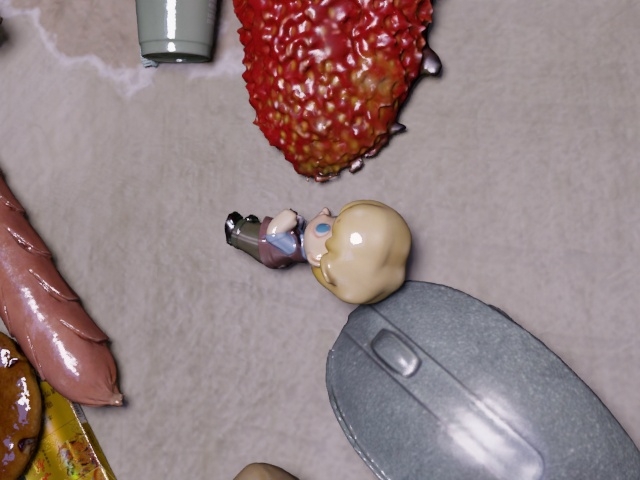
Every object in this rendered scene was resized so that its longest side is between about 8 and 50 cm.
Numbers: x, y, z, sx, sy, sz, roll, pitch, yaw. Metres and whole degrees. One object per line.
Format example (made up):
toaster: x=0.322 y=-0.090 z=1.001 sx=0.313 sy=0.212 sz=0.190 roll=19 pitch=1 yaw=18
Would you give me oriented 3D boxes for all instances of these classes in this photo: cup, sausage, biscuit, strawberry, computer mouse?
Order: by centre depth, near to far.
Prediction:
computer mouse: x=0.163 y=0.185 z=0.881 sx=0.374 sy=0.114 sz=0.203 roll=38 pitch=90 yaw=15
strawberry: x=0.018 y=-0.227 z=0.965 sx=0.234 sy=0.138 sz=0.306 roll=-7 pitch=78 yaw=8
biscuit: x=-0.400 y=0.193 z=1.009 sx=0.212 sy=0.036 sz=0.212 roll=-3 pitch=81 yaw=21
sausage: x=-0.348 y=0.013 z=1.019 sx=0.088 sy=0.088 sz=0.433 roll=-37 pitch=76 yaw=3
cup: x=-0.158 y=-0.273 z=1.022 sx=0.120 sy=0.120 sz=0.141 roll=-1 pitch=94 yaw=10

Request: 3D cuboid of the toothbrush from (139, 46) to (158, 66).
toothbrush: x=-0.203 y=-0.309 z=1.079 sx=0.019 sy=0.016 sz=0.219 roll=-6 pitch=81 yaw=18

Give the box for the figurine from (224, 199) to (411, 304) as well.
figurine: x=0.000 y=0.000 z=0.949 sx=0.196 sy=0.114 sz=0.108 roll=15 pitch=86 yaw=29

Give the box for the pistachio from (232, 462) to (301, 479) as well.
pistachio: x=-0.045 y=0.329 z=0.887 sx=0.136 sy=0.136 sz=0.225 roll=-14 pitch=79 yaw=8

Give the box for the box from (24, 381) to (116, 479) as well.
box: x=-0.288 y=0.234 z=1.003 sx=0.089 sy=0.022 sz=0.156 roll=-30 pitch=76 yaw=7

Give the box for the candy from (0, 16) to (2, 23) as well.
candy: x=-0.511 y=-0.204 z=1.078 sx=0.297 sy=0.081 sz=0.187 roll=-40 pitch=54 yaw=1
